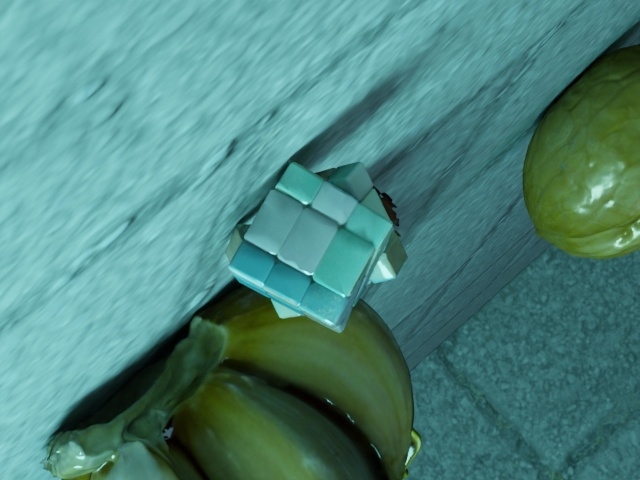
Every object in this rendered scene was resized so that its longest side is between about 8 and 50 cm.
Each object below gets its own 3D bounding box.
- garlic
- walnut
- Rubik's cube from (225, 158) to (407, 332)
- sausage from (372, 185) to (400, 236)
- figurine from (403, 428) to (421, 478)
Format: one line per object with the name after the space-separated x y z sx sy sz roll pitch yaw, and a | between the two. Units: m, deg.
-0.050 0.133 1.090 0.214 0.191 0.160 -49 -166 -34 | garlic
0.258 -0.074 1.573 0.206 0.159 0.159 -45 172 10 | walnut
0.000 0.003 0.931 0.084 0.075 0.073 -44 170 -5 | Rubik's cube
-0.006 0.023 1.144 0.145 0.048 0.050 -50 -152 44 | sausage
-0.045 0.152 1.252 0.263 0.142 0.189 -36 139 -27 | figurine
